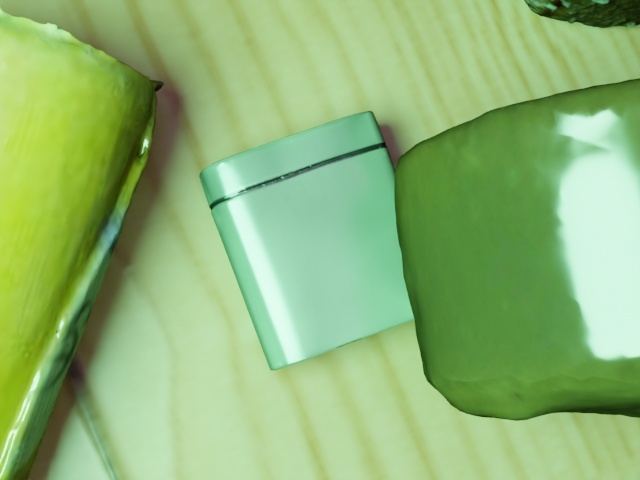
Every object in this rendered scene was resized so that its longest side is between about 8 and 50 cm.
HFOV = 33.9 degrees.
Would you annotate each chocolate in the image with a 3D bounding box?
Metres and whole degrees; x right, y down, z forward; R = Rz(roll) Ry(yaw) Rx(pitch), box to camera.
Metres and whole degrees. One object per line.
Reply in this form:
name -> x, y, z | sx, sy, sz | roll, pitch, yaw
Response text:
chocolate -> -0.217, 0.090, 0.583 | 0.162, 0.162, 0.446 | 15, 86, -4

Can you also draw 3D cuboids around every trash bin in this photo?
trash bin -> 0.000, 0.000, 0.648 | 0.116, 0.059, 0.130 | -19, 87, -6

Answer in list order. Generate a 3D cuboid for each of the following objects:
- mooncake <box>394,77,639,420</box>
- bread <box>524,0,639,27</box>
mooncake -> 0.185, 0.010, 0.558 | 0.284, 0.284, 0.156 | -8, 83, -7
bread -> 0.172, -0.353, 0.657 | 0.113, 0.165, 0.417 | -5, 83, -12
